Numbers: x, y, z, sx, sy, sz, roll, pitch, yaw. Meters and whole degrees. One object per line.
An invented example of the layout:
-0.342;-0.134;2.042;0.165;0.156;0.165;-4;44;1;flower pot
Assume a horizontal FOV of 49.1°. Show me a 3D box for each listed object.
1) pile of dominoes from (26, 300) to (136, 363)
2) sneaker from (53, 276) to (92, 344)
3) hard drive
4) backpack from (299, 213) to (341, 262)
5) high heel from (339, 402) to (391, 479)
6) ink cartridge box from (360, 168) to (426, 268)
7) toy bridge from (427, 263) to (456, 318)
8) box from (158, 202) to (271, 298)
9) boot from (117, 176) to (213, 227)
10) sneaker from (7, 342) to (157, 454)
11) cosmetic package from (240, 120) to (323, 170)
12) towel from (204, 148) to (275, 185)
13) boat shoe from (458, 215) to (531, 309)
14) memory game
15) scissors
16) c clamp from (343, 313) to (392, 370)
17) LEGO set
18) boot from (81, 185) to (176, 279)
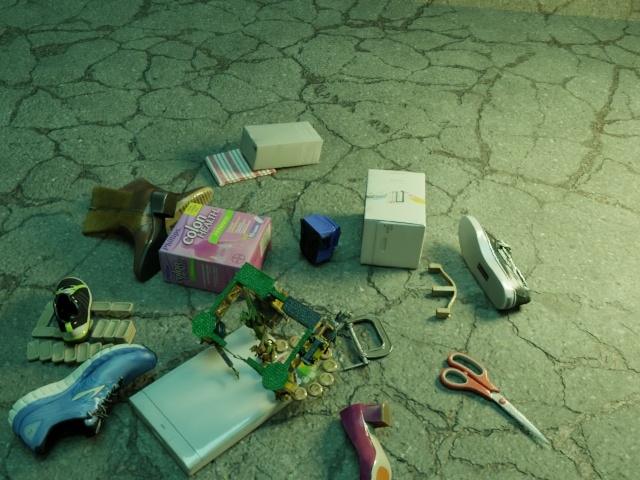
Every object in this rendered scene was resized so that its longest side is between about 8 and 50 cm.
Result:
-0.589;0.235;1.730;0.251;0.040;0.196;0;42;10;pile of dominoes
-0.611;0.151;1.723;0.084;0.097;0.234;-19;42;-13;sneaker
-0.220;0.344;1.596;0.353;0.047;0.233;-30;51;-32;hard drive
0.000;0.000;1.936;0.101;0.120;0.098;-12;41;-29;backpack
0.083;0.457;1.480;0.117;0.082;0.244;-17;50;27;high heel
0.205;-0.061;1.972;0.168;0.171;0.232;5;42;4;ink cartridge box
0.329;0.135;1.865;0.063;0.026;0.188;1;42;-2;toy bridge
-0.278;0.023;1.899;0.243;0.117;0.213;11;43;11;box
-0.469;-0.135;2.078;0.248;0.090;0.207;-35;61;-26;boot
-0.498;0.353;1.537;0.330;0.129;0.147;-33;61;-24;sneaker
-0.127;-0.308;2.262;0.238;0.107;0.127;-10;45;-23;cosmetic package
-0.260;-0.241;2.265;0.197;0.029;0.144;-16;48;-19;towel
0.475;0.051;1.904;0.105;0.113;0.306;-6;45;-18;boat shoe
-0.053;0.291;1.617;0.186;0.012;0.186;1;42;-1;memory game
0.413;0.356;1.625;0.297;0.021;0.109;27;46;28;scissors
0.106;0.245;1.738;0.137;0.022;0.160;-7;43;-10;c clamp
-0.108;0.216;1.602;0.331;0.192;0.255;21;74;26;LEGO set
-0.557;-0.027;1.946;0.280;0.096;0.264;3;79;22;boot
